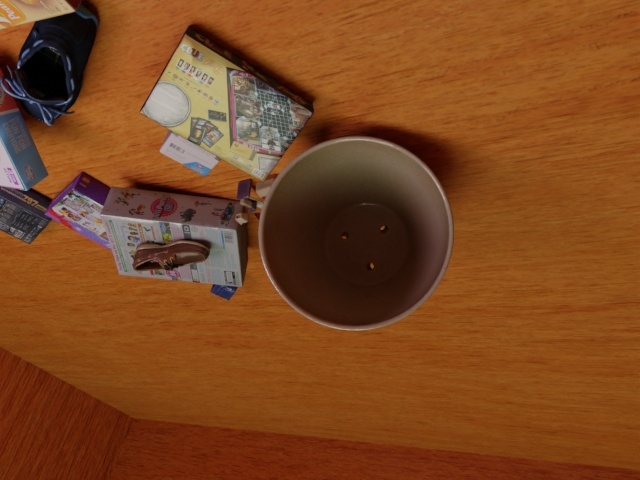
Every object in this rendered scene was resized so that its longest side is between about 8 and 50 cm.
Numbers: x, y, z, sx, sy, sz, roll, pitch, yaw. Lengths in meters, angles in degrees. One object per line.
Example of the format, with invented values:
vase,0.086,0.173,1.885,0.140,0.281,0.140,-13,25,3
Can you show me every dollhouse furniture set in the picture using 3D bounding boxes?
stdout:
dollhouse furniture set,-0.108,-0.078,1.424,0.114,0.090,0.081,-13,155,37

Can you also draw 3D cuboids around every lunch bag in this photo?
lunch bag,-0.256,0.111,1.824,0.065,0.067,0.098,23,149,-12

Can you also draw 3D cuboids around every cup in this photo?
cup,0.076,-0.003,1.257,0.331,0.330,0.237,11,176,11

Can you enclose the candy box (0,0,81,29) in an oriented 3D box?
candy box,-0.525,-0.418,1.035,0.317,0.087,0.183,-1,146,29

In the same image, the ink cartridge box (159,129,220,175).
ink cartridge box,-0.219,-0.202,1.275,0.104,0.060,0.180,29,149,-20

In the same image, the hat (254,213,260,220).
hat,0.000,0.000,1.548,0.209,0.183,0.173,-14,-177,-40

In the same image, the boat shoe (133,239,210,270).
boat shoe,-0.330,0.041,1.502,0.178,0.060,0.064,-4,139,14

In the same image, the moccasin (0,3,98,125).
moccasin,-0.492,-0.296,1.197,0.138,0.116,0.342,26,151,-15

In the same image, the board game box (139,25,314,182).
board game box,-0.156,-0.223,1.151,0.243,0.042,0.165,29,119,-20

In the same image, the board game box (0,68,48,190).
board game box,-0.718,-0.231,1.359,0.317,0.064,0.242,10,130,27

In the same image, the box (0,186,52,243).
box,-0.811,-0.082,1.788,0.183,0.059,0.233,31,149,-24

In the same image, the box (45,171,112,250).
box,-0.512,-0.043,1.703,0.293,0.057,0.201,34,145,-27

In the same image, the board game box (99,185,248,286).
board game box,-0.327,-0.004,1.570,0.304,0.097,0.224,6,141,2
